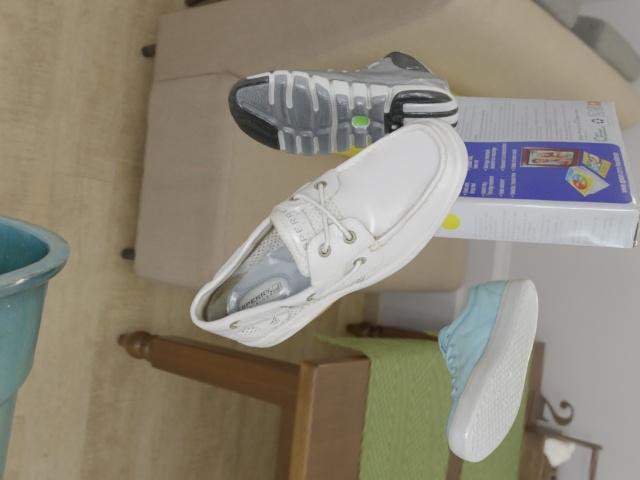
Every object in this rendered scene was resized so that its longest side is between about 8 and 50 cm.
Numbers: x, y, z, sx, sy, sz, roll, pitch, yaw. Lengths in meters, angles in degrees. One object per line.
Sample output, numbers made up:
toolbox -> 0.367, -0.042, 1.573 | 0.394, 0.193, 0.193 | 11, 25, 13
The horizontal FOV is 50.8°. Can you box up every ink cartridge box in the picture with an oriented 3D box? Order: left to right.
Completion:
ink cartridge box -> 0.225, -0.103, 0.864 | 0.303, 0.308, 0.072 | -66, 154, -52

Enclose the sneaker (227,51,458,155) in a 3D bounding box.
sneaker -> 0.027, -0.151, 0.706 | 0.132, 0.229, 0.086 | -76, 170, -54

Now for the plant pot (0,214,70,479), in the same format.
plant pot -> -0.345, 0.155, 0.402 | 0.341, 0.341, 0.333 | -2, 103, -49

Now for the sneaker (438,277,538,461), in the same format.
sneaker -> 0.269, 0.218, 1.178 | 0.366, 0.150, 0.135 | -55, 127, -38

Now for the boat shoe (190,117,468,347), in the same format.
boat shoe -> 0.000, 0.000, 0.562 | 0.277, 0.098, 0.096 | -43, 152, 20
